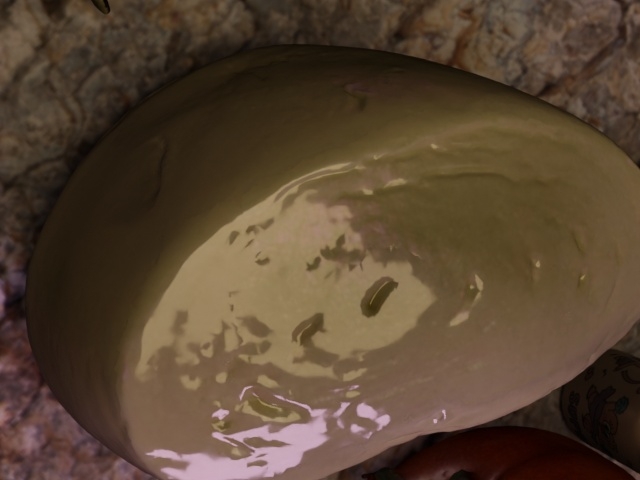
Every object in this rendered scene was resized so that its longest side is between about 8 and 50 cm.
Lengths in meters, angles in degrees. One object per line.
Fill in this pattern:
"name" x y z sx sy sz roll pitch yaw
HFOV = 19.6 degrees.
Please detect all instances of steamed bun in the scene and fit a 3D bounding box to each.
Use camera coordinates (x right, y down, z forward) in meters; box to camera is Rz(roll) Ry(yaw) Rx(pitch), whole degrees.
"steamed bun" 0.000 0.000 1.460 0.456 0.371 0.290 -22 106 -20

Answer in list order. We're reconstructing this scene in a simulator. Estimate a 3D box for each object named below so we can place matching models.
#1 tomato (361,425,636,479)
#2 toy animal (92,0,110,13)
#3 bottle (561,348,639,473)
"tomato" 0.157 0.338 1.606 0.341 0.341 0.273 -44 115 -8
"toy animal" -0.200 -0.245 1.486 0.137 0.098 0.098 32 88 -40
"bottle" 0.305 0.173 1.698 0.110 0.209 0.097 -38 111 -10
